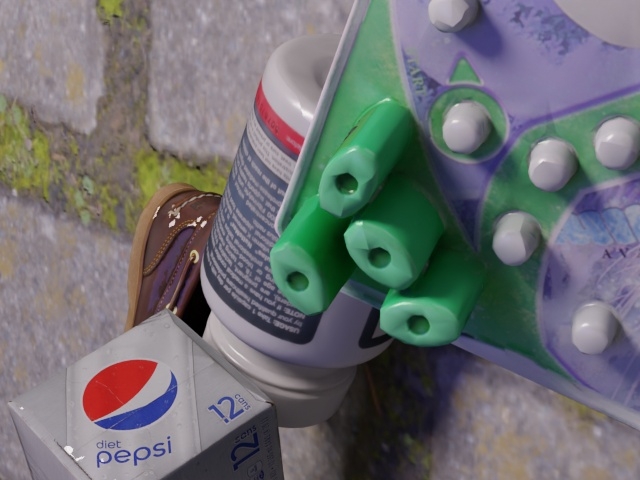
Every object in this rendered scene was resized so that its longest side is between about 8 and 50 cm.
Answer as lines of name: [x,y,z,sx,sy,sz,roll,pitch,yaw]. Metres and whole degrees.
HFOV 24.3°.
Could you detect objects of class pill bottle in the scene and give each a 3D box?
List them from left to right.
pill bottle: [0.000,0.000,0.735,0.108,0.108,0.180,44,128,32]

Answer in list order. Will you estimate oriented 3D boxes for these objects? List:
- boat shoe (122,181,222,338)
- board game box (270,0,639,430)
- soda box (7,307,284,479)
boat shoe: [-0.078,0.073,0.862,0.073,0.073,0.207,26,117,43]
board game box: [0.210,-0.063,0.395,0.390,0.050,0.390,25,121,6]
soda box: [-0.076,0.176,0.788,0.091,0.098,0.286,38,149,35]
